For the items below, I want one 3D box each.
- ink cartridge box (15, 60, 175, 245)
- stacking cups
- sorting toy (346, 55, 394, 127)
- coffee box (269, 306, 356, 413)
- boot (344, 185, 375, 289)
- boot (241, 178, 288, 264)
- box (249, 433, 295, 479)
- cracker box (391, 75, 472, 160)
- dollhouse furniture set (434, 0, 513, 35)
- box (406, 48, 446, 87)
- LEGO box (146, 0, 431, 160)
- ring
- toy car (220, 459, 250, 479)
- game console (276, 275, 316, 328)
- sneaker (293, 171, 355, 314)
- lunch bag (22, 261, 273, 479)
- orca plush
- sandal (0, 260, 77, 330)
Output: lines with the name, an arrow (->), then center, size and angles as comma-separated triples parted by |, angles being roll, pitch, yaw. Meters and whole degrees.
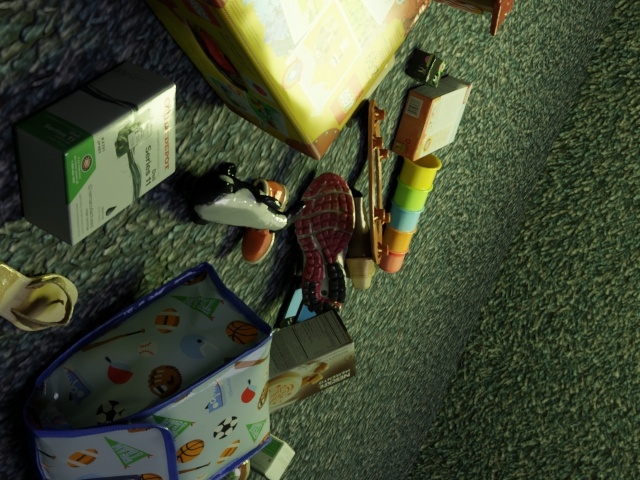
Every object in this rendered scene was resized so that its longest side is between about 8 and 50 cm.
ink cartridge box -> -0.281, -0.115, 1.285 | 0.208, 0.086, 0.153 | -44, 152, -42
stacking cups -> 0.203, -0.069, 2.454 | 0.096, 0.096, 0.316 | -35, 150, -50
sorting toy -> 0.084, -0.349, 1.927 | 0.208, 0.038, 0.193 | -58, 158, -25
coffee box -> -0.058, 0.255, 2.043 | 0.246, 0.098, 0.141 | -22, 146, -13
boot -> 0.075, -0.018, 2.180 | 0.248, 0.090, 0.207 | -122, -153, -77
boot -> -0.116, -0.036, 1.799 | 0.084, 0.059, 0.158 | 21, 87, -65
box -> -0.130, 0.485, 2.281 | 0.087, 0.101, 0.102 | -57, 156, -15
cracker box -> 0.262, -0.290, 2.348 | 0.232, 0.067, 0.156 | -27, 139, -55
dollhouse furniture set -> 0.332, -0.586, 2.015 | 0.374, 0.201, 0.152 | -53, 157, -40
box -> 0.233, -0.378, 2.201 | 0.083, 0.052, 0.062 | 8, 106, -66
LEGO box -> -0.034, -0.391, 1.353 | 0.372, 0.193, 0.500 | -56, 157, -7
ring -> 0.121, -0.120, 2.043 | 0.336, 0.032, 0.337 | 0, 90, -84
toy car -> -0.245, 0.441, 1.943 | 0.188, 0.149, 0.155 | -6, 108, -51
game console -> -0.026, 0.143, 2.173 | 0.107, 0.071, 0.122 | -7, 120, -65
sneaker -> 0.000, 0.000, 2.047 | 0.112, 0.120, 0.299 | -99, -167, -64
lunch bag -> -0.269, 0.281, 1.582 | 0.385, 0.239, 0.328 | -30, 144, -29
orca plush -> -0.122, -0.084, 1.661 | 0.287, 0.151, 0.102 | 6, 72, -51
sandal -> -0.369, 0.088, 1.324 | 0.088, 0.079, 0.240 | -62, 158, -5
